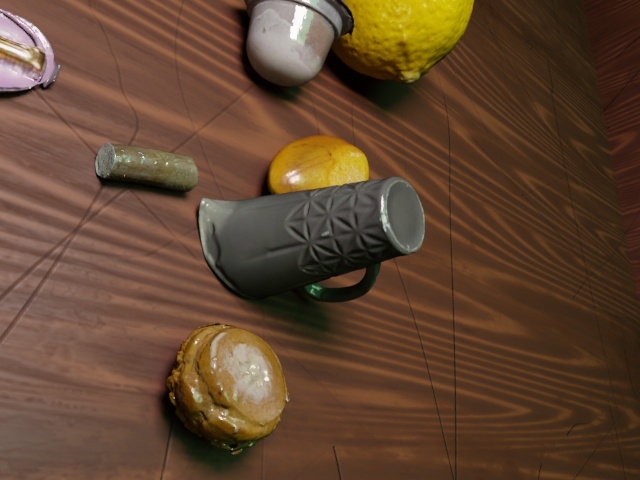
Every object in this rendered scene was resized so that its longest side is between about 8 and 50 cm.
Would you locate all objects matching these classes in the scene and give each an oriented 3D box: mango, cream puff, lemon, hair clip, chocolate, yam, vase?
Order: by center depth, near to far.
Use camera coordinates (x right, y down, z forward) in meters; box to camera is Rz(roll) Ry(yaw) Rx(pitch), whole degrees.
[{"bbox_3d":[-0.469,-0.258,0.633,0.358,0.096,0.110,27,22,-43],"label":"hair clip"},{"bbox_3d":[-0.123,0.189,0.740,0.150,0.115,0.165,2,63,-50],"label":"cream puff"},{"bbox_3d":[-0.235,-0.101,0.792,0.132,0.054,0.054,5,71,-41],"label":"yam"},{"bbox_3d":[0.000,0.000,0.815,0.251,0.300,0.156,49,47,-30],"label":"vase"},{"bbox_3d":[-0.010,-0.105,0.970,0.217,0.102,0.141,-21,99,-49],"label":"mango"},{"bbox_3d":[-0.056,-0.342,0.994,0.221,0.221,0.147,17,91,-38],"label":"chocolate"},{"bbox_3d":[0.138,-0.484,1.118,0.336,0.336,0.336,18,63,-38],"label":"lemon"}]
